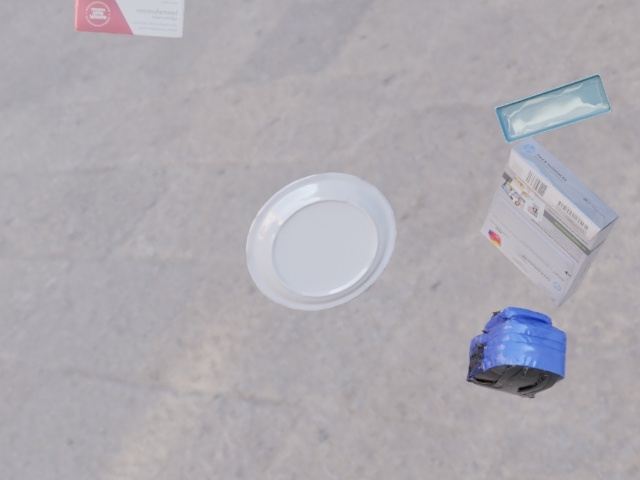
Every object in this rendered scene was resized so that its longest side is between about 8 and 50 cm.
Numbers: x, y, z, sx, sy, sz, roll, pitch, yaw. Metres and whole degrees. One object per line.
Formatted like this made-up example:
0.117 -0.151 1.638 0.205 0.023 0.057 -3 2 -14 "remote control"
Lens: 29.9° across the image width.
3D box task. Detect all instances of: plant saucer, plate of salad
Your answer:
0.385 -0.218 1.988 0.192 0.067 0.018 -16 7 33 "plant saucer"
0.000 0.000 1.538 0.200 0.200 0.048 -33 32 3 "plate of salad"

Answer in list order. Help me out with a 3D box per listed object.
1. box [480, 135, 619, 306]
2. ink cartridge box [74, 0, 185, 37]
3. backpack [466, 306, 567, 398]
0.273 -0.020 1.460 0.038 0.186 0.145 -34 67 -24 "box"
-0.198 -0.317 1.257 0.115 0.198 0.067 1 14 -11 "ink cartridge box"
0.236 0.130 1.434 0.120 0.098 0.101 136 141 -70 "backpack"
